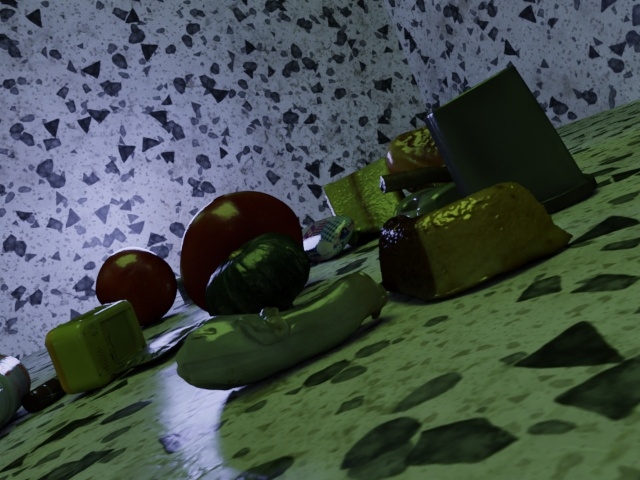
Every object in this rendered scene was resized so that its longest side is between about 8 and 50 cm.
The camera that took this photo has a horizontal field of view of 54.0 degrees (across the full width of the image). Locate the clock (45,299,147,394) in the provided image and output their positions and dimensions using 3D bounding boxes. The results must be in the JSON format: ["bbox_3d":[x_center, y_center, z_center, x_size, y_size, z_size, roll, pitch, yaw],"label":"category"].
[{"bbox_3d":[-0.455,0.215,1.289,0.096,0.143,0.202,-14,6,15],"label":"clock"}]

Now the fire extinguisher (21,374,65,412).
[{"bbox_3d":[-0.550,0.311,1.322,0.078,0.045,0.157,7,12,14],"label":"fire extinguisher"}]

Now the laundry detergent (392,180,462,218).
[{"bbox_3d":[0.259,-0.075,1.439,0.181,0.091,0.253,-23,5,-18],"label":"laundry detergent"}]

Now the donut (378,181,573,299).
[{"bbox_3d":[0.159,0.008,0.848,0.295,0.112,0.151,-21,3,45],"label":"donut"}]

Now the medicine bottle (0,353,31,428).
[{"bbox_3d":[-0.674,0.314,1.252,0.145,0.144,0.252,-24,8,-12],"label":"medicine bottle"}]

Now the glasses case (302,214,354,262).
[{"bbox_3d":[0.000,0.000,1.783,0.125,0.076,0.327,-59,16,-17],"label":"glasses case"}]

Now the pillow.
[{"bbox_3d":[-0.328,0.219,1.298,0.130,0.033,0.217,-23,4,17],"label":"pillow"}]

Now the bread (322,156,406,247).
[{"bbox_3d":[0.169,-0.053,1.903,0.233,0.244,0.361,-24,36,9],"label":"bread"}]

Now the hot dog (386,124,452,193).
[{"bbox_3d":[0.400,-0.228,1.748,0.406,0.223,0.185,-21,-33,0],"label":"hot dog"}]

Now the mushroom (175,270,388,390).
[{"bbox_3d":[-0.044,0.115,0.785,0.278,0.099,0.096,-20,17,-8],"label":"mushroom"}]

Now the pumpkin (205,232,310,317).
[{"bbox_3d":[-0.109,0.079,1.131,0.212,0.152,0.211,-32,18,12],"label":"pumpkin"}]

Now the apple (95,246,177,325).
[{"bbox_3d":[-0.598,0.156,2.037,0.260,0.260,0.216,-18,30,51],"label":"apple"}]

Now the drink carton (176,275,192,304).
[{"bbox_3d":[-0.343,0.123,2.061,0.131,0.106,0.315,-29,7,-41],"label":"drink carton"}]

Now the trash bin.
[{"bbox_3d":[0.324,-0.160,1.131,0.219,0.250,0.220,-29,4,5],"label":"trash bin"}]

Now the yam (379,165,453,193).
[{"bbox_3d":[0.291,-0.155,1.436,0.327,0.045,0.045,-11,23,-14],"label":"yam"}]

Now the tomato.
[{"bbox_3d":[-0.164,0.036,1.377,0.299,0.298,0.226,-25,45,-26],"label":"tomato"}]
